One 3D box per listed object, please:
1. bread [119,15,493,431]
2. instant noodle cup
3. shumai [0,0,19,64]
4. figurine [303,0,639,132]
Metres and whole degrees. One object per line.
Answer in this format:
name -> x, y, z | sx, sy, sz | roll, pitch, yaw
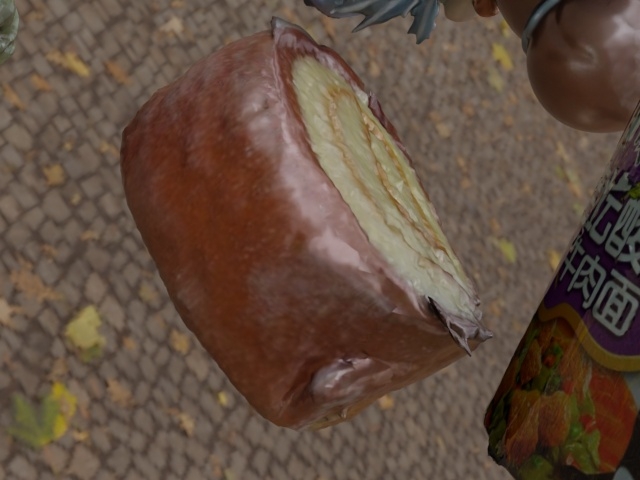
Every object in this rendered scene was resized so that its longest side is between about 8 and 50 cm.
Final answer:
bread -> -0.007, -0.004, 0.713 | 0.190, 0.123, 0.244 | 35, 24, -46
instant noodle cup -> 0.197, 0.050, 0.509 | 0.251, 0.190, 0.251 | 29, 12, -7
shumai -> -0.359, -0.209, 0.925 | 0.261, 0.225, 0.222 | -26, 119, -38
figurine -> 0.155, -0.272, 1.122 | 0.248, 0.388, 0.276 | -36, 131, -44
